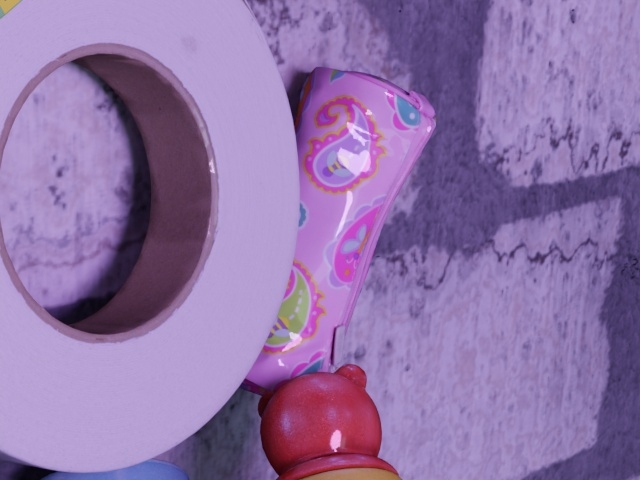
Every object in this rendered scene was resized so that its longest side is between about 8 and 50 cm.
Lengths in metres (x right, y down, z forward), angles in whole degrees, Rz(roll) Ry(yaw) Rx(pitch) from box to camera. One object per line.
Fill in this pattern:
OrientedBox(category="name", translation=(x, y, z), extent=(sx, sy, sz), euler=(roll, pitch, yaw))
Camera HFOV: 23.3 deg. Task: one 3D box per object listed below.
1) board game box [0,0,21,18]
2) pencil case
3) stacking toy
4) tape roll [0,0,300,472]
OrientedBox(category="board game box", translation=(-0.280, -0.256, 0.753), extent=(0.046, 0.213, 0.317), euler=(-48, 135, -28))
OrientedBox(category="pencil case", translation=(0.000, 0.000, 1.276), extent=(0.124, 0.124, 0.284), euler=(20, 91, -44))
OrientedBox(category="stacking toy", translation=(-0.073, 0.224, 1.254), extent=(0.309, 0.130, 0.279), euler=(-15, 150, 4))
OrientedBox(category="tape roll", translation=(-0.165, -0.034, 1.086), extent=(0.392, 0.072, 0.392), euler=(-2, 92, -49))
